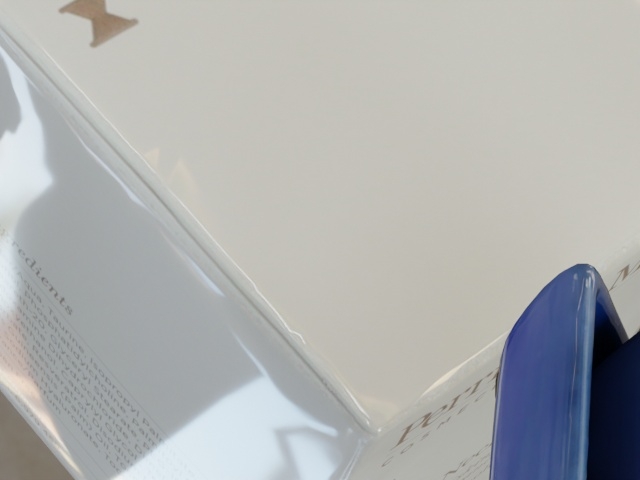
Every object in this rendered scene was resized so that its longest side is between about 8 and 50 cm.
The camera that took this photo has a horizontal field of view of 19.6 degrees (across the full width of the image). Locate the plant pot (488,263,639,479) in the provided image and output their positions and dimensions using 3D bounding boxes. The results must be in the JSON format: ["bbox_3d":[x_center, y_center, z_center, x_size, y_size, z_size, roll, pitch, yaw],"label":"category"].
[{"bbox_3d":[0.176,0.139,0.639,0.212,0.236,0.236,-4,147,19],"label":"plant pot"}]

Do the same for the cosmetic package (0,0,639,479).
[{"bbox_3d":[0.000,0.000,1.152,0.327,0.329,0.394,47,151,16],"label":"cosmetic package"}]
